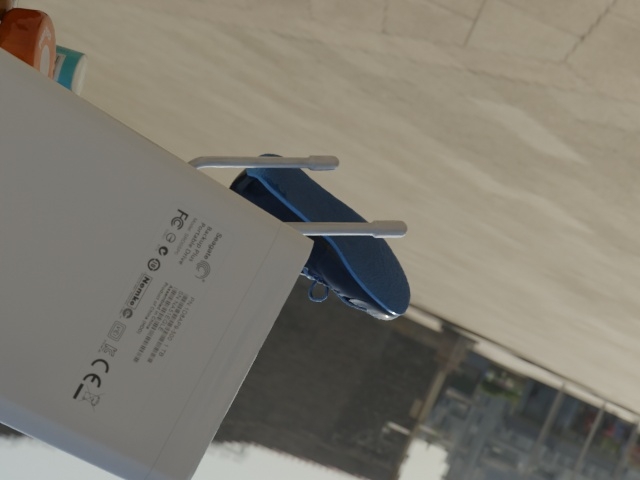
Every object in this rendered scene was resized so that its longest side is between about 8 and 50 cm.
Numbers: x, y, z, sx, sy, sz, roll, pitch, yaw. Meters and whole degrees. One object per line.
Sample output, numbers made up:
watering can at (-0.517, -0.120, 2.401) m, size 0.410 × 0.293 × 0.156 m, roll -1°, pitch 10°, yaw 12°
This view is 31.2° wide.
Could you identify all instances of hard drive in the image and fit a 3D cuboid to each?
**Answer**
hard drive at (-0.202, 0.016, 0.839) m, size 0.353 × 0.233 × 0.047 m, roll 32°, pitch 171°, yaw -24°

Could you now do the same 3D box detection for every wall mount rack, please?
wall mount rack at (-0.098, -0.004, 1.171) m, size 0.130 × 0.304 × 0.350 m, roll 55°, pitch 178°, yaw -31°

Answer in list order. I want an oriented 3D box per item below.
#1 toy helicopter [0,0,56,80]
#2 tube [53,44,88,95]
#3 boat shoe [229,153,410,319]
toy helicopter at (-0.279, -0.271, 0.986) m, size 0.140 × 0.234 × 0.355 m, roll 6°, pitch -152°, yaw -1°
tube at (-0.347, -0.196, 1.180) m, size 0.207 × 0.080 × 0.052 m, roll 17°, pitch 140°, yaw 0°
boat shoe at (0.000, 0.000, 1.362) m, size 0.258 × 0.109 × 0.089 m, roll 47°, pitch 130°, yaw -12°
